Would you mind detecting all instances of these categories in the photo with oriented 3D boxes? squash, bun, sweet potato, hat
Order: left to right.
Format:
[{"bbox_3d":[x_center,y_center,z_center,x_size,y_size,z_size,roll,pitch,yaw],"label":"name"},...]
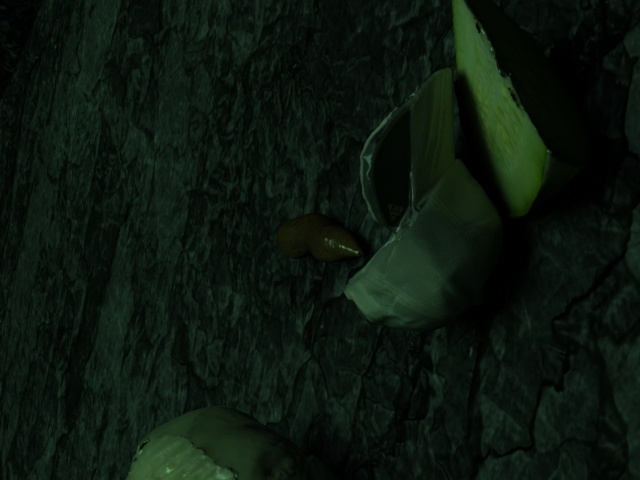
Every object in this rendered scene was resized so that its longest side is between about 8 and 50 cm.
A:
[{"bbox_3d":[-0.090,0.373,1.514,0.360,0.211,0.359,-3,86,53],"label":"bun"},{"bbox_3d":[0.000,-0.004,1.623,0.218,0.051,0.065,6,83,61],"label":"sweet potato"},{"bbox_3d":[0.110,-0.042,1.299,0.232,0.161,0.275,-124,39,-87],"label":"hat"},{"bbox_3d":[0.172,-0.106,1.232,0.155,0.204,0.237,-38,54,28],"label":"squash"}]
